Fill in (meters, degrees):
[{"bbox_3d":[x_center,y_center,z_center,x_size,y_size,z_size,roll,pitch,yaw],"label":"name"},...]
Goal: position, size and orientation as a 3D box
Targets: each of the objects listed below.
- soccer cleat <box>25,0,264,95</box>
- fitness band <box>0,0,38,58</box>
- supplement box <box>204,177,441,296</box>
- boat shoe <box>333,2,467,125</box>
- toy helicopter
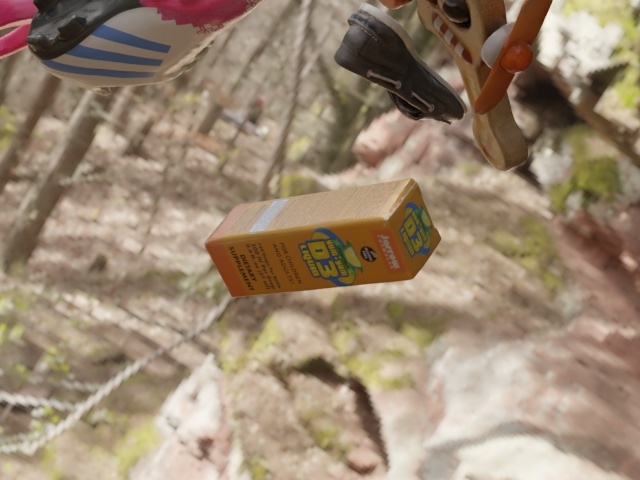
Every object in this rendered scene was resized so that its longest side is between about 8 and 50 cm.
[{"bbox_3d":[-0.146,-0.232,1.427,0.331,0.116,0.143,-12,-30,33],"label":"soccer cleat"},{"bbox_3d":[-0.506,-0.301,2.142,0.054,0.209,0.291,59,25,-1],"label":"fitness band"},{"bbox_3d":[0.000,0.000,1.437,0.080,0.233,0.078,-53,125,-47],"label":"supplement box"},{"bbox_3d":[0.112,-0.234,2.063,0.112,0.095,0.335,37,0,32],"label":"boat shoe"},{"bbox_3d":[0.197,-0.224,1.694,0.235,0.140,0.355,40,-22,50],"label":"toy helicopter"}]
